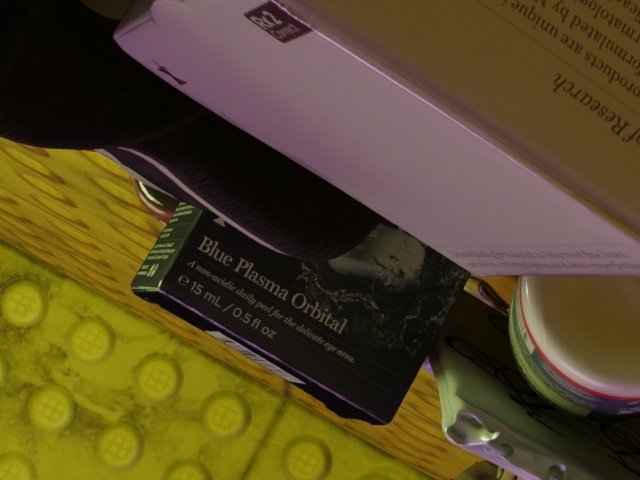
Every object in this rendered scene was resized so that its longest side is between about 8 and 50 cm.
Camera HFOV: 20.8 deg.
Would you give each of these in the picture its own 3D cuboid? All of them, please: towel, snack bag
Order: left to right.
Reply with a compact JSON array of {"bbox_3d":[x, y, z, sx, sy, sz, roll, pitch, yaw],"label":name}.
[{"bbox_3d":[0.101,0.034,1.319,0.083,0.009,0.060,22,168,35],"label":"towel"},{"bbox_3d":[0.192,0.140,1.061,0.323,0.037,0.342,31,-170,-9],"label":"snack bag"}]

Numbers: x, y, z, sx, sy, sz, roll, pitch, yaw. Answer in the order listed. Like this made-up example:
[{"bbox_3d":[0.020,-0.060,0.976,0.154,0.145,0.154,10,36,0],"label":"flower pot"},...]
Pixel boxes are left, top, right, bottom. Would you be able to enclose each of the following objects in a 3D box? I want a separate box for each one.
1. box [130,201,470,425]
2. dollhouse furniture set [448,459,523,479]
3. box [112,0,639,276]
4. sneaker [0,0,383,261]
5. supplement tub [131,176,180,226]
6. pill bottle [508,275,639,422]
[{"bbox_3d":[0.000,0.000,1.007,0.156,0.158,0.093,31,170,-12],"label":"box"},{"bbox_3d":[0.207,0.144,1.356,0.129,0.129,0.183,25,-161,22],"label":"dollhouse furniture set"},{"bbox_3d":[0.046,-0.080,0.606,0.182,0.119,0.181,32,170,-15],"label":"box"},{"bbox_3d":[-0.162,-0.133,0.775,0.257,0.169,0.447,19,168,37],"label":"sneaker"},{"bbox_3d":[-0.038,-0.021,1.160,0.106,0.106,0.198,23,168,32],"label":"supplement tub"},{"bbox_3d":[0.155,0.041,0.929,0.108,0.108,0.180,28,171,8],"label":"pill bottle"}]
